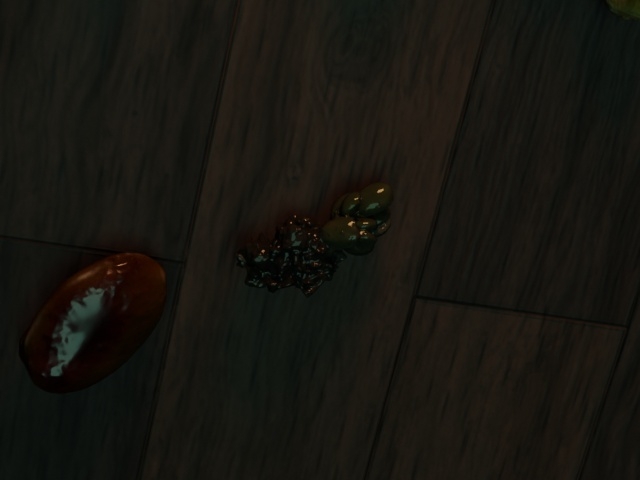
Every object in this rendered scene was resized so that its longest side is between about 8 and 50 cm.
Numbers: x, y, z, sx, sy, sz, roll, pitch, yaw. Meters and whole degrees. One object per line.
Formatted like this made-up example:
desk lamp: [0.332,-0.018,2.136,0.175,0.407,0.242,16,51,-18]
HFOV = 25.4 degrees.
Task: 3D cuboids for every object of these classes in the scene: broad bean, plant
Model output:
broad bean: [-0.223,0.078,1.408,0.165,0.084,0.114,-48,146,8]
plant: [0.000,0.000,1.428,0.174,0.087,0.085,-27,149,-3]

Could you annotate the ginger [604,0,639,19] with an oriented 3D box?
ginger: [0.241,-0.426,1.298,0.363,0.122,0.348,26,102,-13]
